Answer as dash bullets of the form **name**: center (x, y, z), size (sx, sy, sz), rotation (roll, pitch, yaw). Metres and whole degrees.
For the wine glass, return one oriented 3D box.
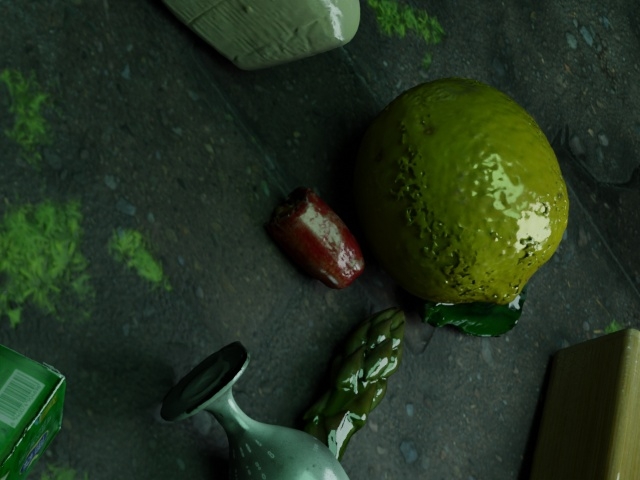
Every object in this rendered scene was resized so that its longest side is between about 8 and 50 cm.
- **wine glass**: center (-0.056, 0.234, 1.530), size (0.241, 0.126, 0.126), rotation (54, 44, -15)

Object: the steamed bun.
- **steamed bun**: center (-0.073, -0.322, 1.664), size (0.250, 0.200, 0.155), rotation (43, 47, -32)

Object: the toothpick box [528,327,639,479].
- **toothpick box**: center (0.387, 0.291, 1.954), size (0.187, 0.190, 0.308), rotation (44, 44, -25)

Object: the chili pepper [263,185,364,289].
- **chili pepper**: center (0.000, 0.000, 1.724), size (0.123, 0.070, 0.073), rotation (48, 29, -21)

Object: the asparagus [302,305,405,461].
- **asparagus**: center (0.041, 0.166, 1.700), size (0.080, 0.080, 0.287), rotation (54, 43, -18)

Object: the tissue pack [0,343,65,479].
- **tissue pack**: center (-0.335, 0.198, 1.242), size (0.148, 0.156, 0.209), rotation (26, 50, 5)

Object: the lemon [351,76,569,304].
- **lemon**: center (0.166, -0.065, 1.795), size (0.258, 0.258, 0.310), rotation (7, 55, -46)

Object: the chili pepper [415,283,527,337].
- **chili pepper**: center (0.198, 0.082, 1.912), size (0.216, 0.062, 0.108), rotation (-10, 83, -47)
